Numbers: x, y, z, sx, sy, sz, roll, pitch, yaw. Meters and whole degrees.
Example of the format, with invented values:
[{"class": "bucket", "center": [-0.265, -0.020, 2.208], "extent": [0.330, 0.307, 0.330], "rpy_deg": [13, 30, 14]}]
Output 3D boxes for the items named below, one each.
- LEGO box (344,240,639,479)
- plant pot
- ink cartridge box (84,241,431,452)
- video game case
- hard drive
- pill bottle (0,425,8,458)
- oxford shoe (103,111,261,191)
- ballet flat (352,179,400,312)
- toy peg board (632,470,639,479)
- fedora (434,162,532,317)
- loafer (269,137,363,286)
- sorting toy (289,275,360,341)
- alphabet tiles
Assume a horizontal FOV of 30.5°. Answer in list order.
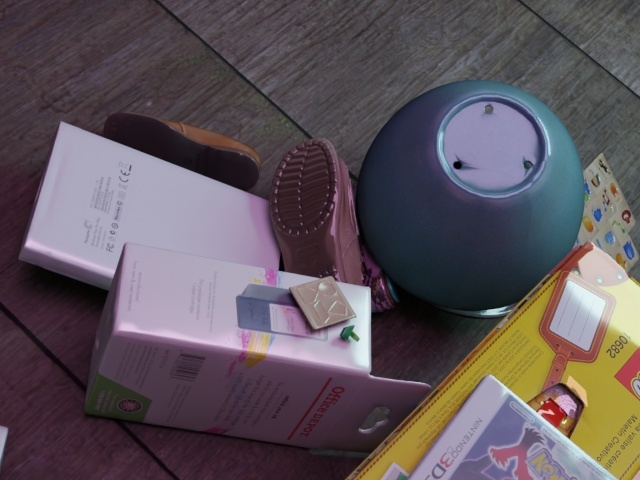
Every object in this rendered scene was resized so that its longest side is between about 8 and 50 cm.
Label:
[{"class": "LEGO box", "center": [0.130, 0.281, 1.209], "extent": [0.193, 0.372, 0.500], "rpy_deg": [44, 56, 10]}, {"class": "plant pot", "center": [0.193, -0.079, 1.423], "extent": [0.290, 0.195, 0.290], "rpy_deg": [1, 72, -2]}, {"class": "ink cartridge box", "center": [-0.072, 0.131, 1.334], "extent": [0.354, 0.207, 0.119], "rpy_deg": [12, 54, -14]}, {"class": "video game case", "center": [0.175, 0.240, 1.008], "extent": [0.201, 0.023, 0.183], "rpy_deg": [40, 55, 6]}, {"class": "hard drive", "center": [-0.196, -0.011, 1.439], "extent": [0.308, 0.040, 0.203], "rpy_deg": [21, 48, -19]}, {"class": "pill bottle", "center": [-0.464, 0.226, 1.168], "extent": [0.278, 0.162, 0.162], "rpy_deg": [12, 56, -11]}, {"class": "oxford shoe", "center": [-0.181, -0.122, 1.553], "extent": [0.212, 0.076, 0.076], "rpy_deg": [19, 25, -4]}, {"class": "ballet flat", "center": [0.057, -0.007, 1.549], "extent": [0.079, 0.077, 0.221], "rpy_deg": [-10, 63, 15]}, {"class": "toy peg board", "center": [0.425, 0.282, 1.503], "extent": [0.161, 0.079, 0.161], "rpy_deg": [-25, 68, -13]}, {"class": "fedora", "center": [0.218, -0.045, 1.594], "extent": [0.244, 0.124, 0.275], "rpy_deg": [16, 55, -9]}, {"class": "loafer", "center": [0.000, 0.000, 1.489], "extent": [0.102, 0.092, 0.268], "rpy_deg": [-11, 67, 21]}, {"class": "sorting toy", "center": [0.008, 0.078, 1.260], "extent": [0.062, 0.012, 0.083], "rpy_deg": [-12, 58, -35]}, {"class": "alphabet tiles", "center": [0.376, -0.029, 1.632], "extent": [0.237, 0.009, 0.198], "rpy_deg": [-38, 103, -50]}]
